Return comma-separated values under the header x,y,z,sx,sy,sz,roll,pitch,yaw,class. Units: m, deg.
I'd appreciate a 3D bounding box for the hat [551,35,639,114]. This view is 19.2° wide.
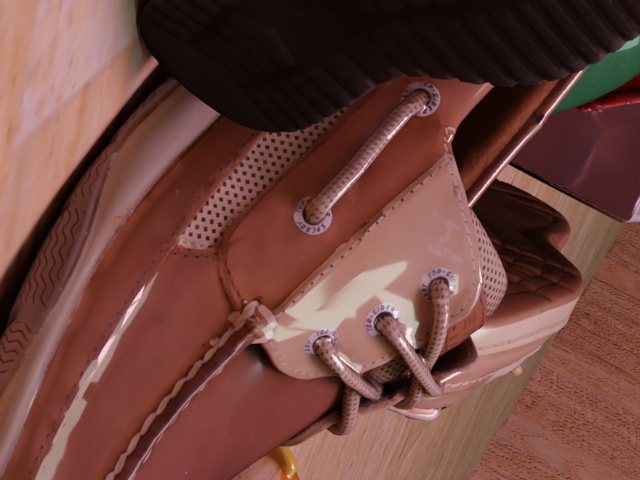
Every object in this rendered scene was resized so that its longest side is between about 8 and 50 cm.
x,y,z,sx,sy,sz,roll,pitch,yaw,class
0.147,-0.084,0.881,0.208,0.183,0.173,-54,166,-36,hat

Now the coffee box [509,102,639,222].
x,y,z,sx,sy,sz,roll,pitch,yaw,class
0.185,-0.108,1.170,0.168,0.119,0.297,-63,169,5,coffee box

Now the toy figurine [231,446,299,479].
x,y,z,sx,sy,sz,roll,pitch,yaw,class
-0.012,0.202,0.786,0.148,0.213,0.209,-39,153,-35,toy figurine

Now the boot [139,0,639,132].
x,y,z,sx,sy,sz,roll,pitch,yaw,class
0.040,-0.108,0.476,0.198,0.077,0.137,-4,-133,55,boot

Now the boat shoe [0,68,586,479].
x,y,z,sx,sy,sz,roll,pitch,yaw,class
0.000,0.000,0.584,0.324,0.116,0.123,-59,169,-17,boat shoe

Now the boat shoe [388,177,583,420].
x,y,z,sx,sy,sz,roll,pitch,yaw,class
0.055,0.036,0.919,0.110,0.122,0.341,-65,170,12,boat shoe
